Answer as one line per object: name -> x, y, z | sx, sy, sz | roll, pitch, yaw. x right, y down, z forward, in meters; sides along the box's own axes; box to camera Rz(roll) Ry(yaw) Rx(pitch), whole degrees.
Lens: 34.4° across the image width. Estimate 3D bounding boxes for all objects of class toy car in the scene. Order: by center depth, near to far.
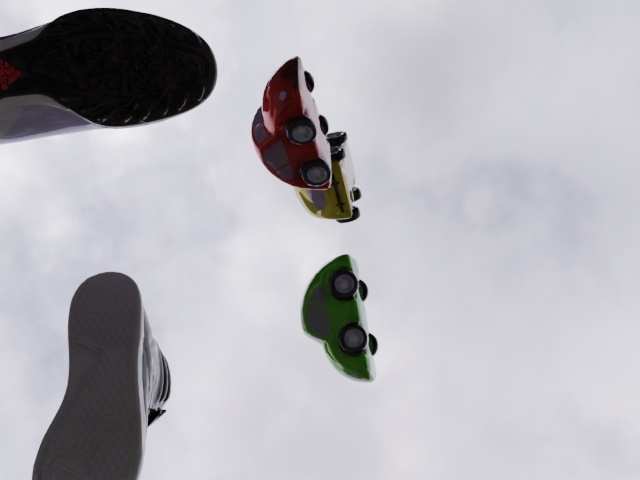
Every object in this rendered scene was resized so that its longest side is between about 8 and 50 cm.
toy car -> 0.000, 0.000, 0.791 | 0.053, 0.239, 0.225 | -11, -101, 9

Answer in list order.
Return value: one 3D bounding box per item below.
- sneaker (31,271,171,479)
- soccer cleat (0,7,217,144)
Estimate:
sneaker -> -0.203, 0.192, 1.027 | 0.104, 0.147, 0.296 | -3, -122, 7
soccer cleat -> -0.254, -0.141, 0.946 | 0.318, 0.116, 0.109 | -10, -89, -9
